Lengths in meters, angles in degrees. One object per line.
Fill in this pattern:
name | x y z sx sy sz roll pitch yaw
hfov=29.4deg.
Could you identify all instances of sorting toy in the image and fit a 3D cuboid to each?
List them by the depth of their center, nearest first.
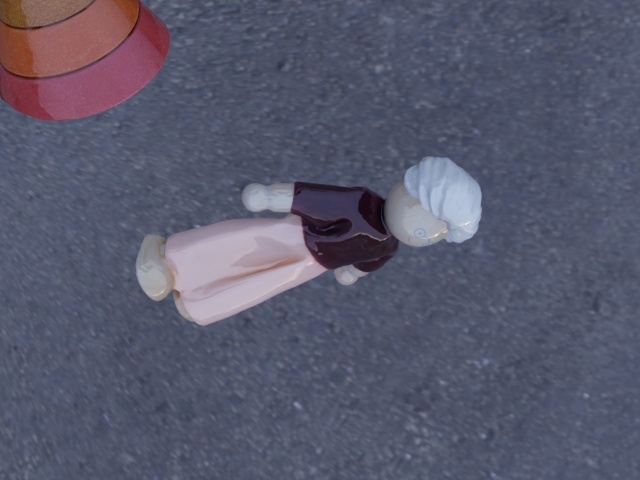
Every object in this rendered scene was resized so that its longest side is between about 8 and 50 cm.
sorting toy | -0.079 -0.231 0.809 0.365 0.127 0.126 -38 137 -18

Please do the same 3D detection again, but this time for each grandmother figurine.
grandmother figurine | 0.000 0.000 1.218 0.208 0.342 0.104 28 50 -60
